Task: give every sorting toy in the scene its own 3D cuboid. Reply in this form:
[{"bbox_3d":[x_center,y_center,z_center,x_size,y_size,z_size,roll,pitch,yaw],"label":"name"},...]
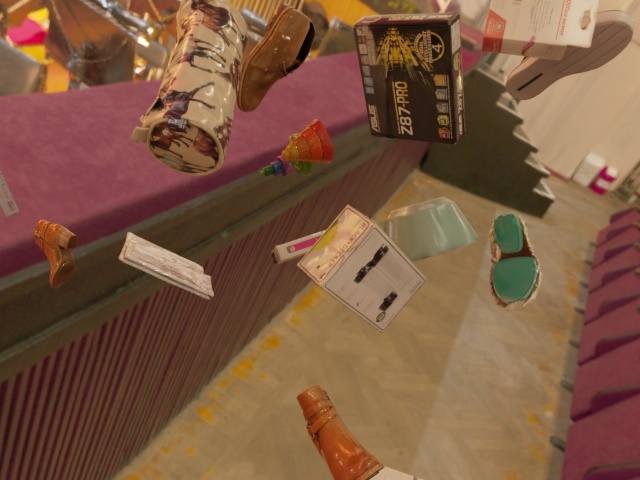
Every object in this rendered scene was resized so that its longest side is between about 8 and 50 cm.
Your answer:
[{"bbox_3d":[-0.092,-0.231,1.578,0.126,0.365,0.127,-24,94,-22],"label":"sorting toy"}]

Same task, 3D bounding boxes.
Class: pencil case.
[{"bbox_3d":[-0.268,-0.349,1.211,0.183,0.159,0.411,24,54,-30],"label":"pencil case"}]

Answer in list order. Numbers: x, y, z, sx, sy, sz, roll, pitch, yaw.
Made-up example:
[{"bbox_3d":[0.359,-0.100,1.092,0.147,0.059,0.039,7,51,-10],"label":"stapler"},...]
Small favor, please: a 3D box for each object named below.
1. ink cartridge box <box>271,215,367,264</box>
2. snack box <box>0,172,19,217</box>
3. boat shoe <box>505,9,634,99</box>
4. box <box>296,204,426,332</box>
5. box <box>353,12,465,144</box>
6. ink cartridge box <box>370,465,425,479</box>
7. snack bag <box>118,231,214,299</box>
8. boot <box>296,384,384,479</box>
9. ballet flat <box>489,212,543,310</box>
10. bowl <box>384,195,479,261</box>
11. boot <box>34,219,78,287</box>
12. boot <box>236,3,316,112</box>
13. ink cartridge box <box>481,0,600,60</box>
[{"bbox_3d":[0.000,0.000,2.123,0.370,0.176,0.069,-21,87,-12],"label":"ink cartridge box"},{"bbox_3d":[-0.817,-0.141,1.407,0.037,0.141,0.100,-31,47,-29],"label":"snack box"},{"bbox_3d":[0.560,-0.446,1.282,0.121,0.335,0.119,32,69,-19],"label":"boat shoe"},{"bbox_3d":[0.098,0.068,1.198,0.087,0.169,0.290,40,0,41],"label":"box"},{"bbox_3d":[0.290,-0.511,1.775,0.318,0.395,0.097,14,45,32],"label":"box"},{"bbox_3d":[0.235,0.699,1.372,0.282,0.207,0.117,15,27,15],"label":"ink cartridge box"},{"bbox_3d":[-0.526,0.078,1.928,0.323,0.037,0.342,27,6,-19],"label":"snack bag"},{"bbox_3d":[0.033,0.419,1.223,0.109,0.283,0.220,-25,80,-11],"label":"boot"},{"bbox_3d":[0.580,0.080,1.652,0.146,0.147,0.409,25,42,-6],"label":"ballet flat"},{"bbox_3d":[0.326,-0.039,1.756,0.311,0.311,0.163,-16,92,-51],"label":"bowl"},{"bbox_3d":[-0.863,0.039,1.791,0.152,0.197,0.073,23,7,20],"label":"boot"},{"bbox_3d":[-0.122,-0.470,1.497,0.115,0.305,0.112,36,15,19],"label":"boot"},{"bbox_3d":[0.431,-0.427,1.099,0.198,0.116,0.067,13,-5,15],"label":"ink cartridge box"}]
